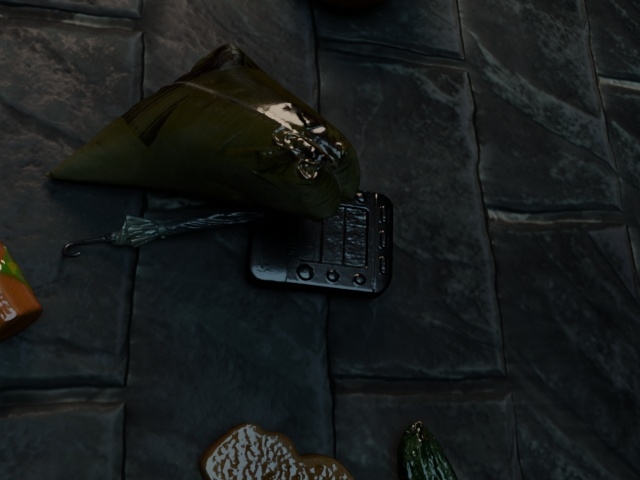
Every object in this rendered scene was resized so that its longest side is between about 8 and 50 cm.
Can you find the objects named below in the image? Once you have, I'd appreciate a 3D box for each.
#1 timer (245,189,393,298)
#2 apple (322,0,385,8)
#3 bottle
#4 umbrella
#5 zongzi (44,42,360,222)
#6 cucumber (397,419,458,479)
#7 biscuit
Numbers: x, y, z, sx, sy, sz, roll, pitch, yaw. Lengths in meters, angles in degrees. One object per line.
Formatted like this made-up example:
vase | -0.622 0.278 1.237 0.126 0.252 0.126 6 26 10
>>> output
timer | 0.000 0.000 0.938 0.187 0.055 0.144 8 67 -11
apple | 0.058 -0.442 1.047 0.210 0.164 0.209 5 73 -17
bottle | -0.380 0.018 0.795 0.069 0.069 0.187 -32 85 -25
umbrella | -0.178 -0.021 0.884 0.269 0.044 0.044 -12 38 -14
zongzi | -0.138 -0.079 0.840 0.300 0.145 0.274 -31 48 -17
cucumber | 0.151 0.347 0.858 0.077 0.077 0.265 -20 77 -23
biscuit | -0.019 0.336 0.819 0.186 0.044 0.295 -35 86 -28
